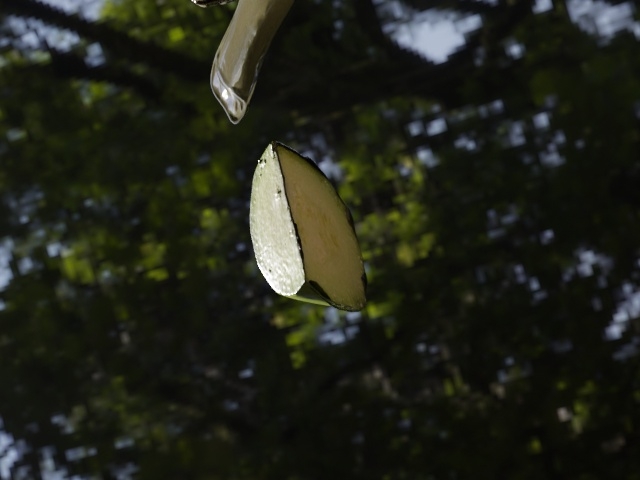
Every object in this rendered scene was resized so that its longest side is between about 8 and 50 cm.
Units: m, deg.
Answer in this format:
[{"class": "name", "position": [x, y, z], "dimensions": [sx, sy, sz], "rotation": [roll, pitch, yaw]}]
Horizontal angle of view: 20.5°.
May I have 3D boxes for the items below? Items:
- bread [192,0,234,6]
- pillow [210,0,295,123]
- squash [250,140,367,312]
[{"class": "bread", "position": [-0.052, -0.310, 1.962], "dimensions": [0.053, 0.214, 0.073], "rotation": [63, 163, 1]}, {"class": "pillow", "position": [-0.084, -0.255, 2.135], "dimensions": [0.033, 0.217, 0.130], "rotation": [7, -149, -29]}, {"class": "squash", "position": [-0.023, 0.007, 1.962], "dimensions": [0.184, 0.085, 0.192], "rotation": [35, -142, -57]}]
